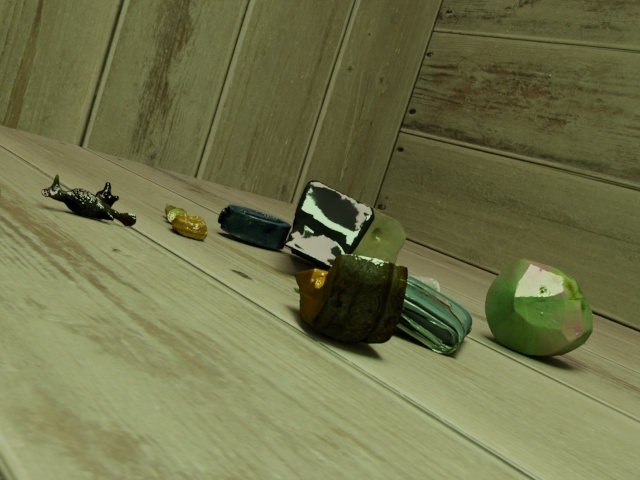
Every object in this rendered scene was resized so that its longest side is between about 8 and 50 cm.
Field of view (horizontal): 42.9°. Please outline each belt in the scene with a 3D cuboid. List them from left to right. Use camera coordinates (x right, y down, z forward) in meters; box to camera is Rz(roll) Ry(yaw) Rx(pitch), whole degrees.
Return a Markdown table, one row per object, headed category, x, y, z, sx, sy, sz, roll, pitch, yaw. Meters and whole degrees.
| category | x | y | z | sx | sy | sz | roll | pitch | yaw |
| --- | --- | --- | --- | --- | --- | --- | --- | --- | --- |
| belt | -0.172 | -0.034 | 2.112 | 0.190 | 0.082 | 0.141 | 15 | 9 | -36 |

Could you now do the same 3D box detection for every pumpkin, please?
| category | x | y | z | sx | sy | sz | roll | pitch | yaw |
| --- | --- | --- | --- | --- | --- | --- | --- | --- | --- |
| pumpkin | 0.037 | 0.102 | 1.303 | 0.131 | 0.126 | 0.248 | 9 | -12 | -13 |

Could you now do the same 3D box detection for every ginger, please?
| category | x | y | z | sx | sy | sz | roll | pitch | yaw |
| --- | --- | --- | --- | --- | --- | --- | --- | --- | --- |
| ginger | -0.357 | -0.063 | 2.027 | 0.057 | 0.044 | 0.137 | -3 | 10 | -17 |

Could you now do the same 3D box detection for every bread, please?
| category | x | y | z | sx | sy | sz | roll | pitch | yaw |
| --- | --- | --- | --- | --- | --- | --- | --- | --- | --- |
| bread | -0.302 | -0.033 | 1.882 | 0.083 | 0.044 | 0.111 | 15 | 8 | -16 |

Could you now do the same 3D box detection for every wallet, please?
| category | x | y | z | sx | sy | sz | roll | pitch | yaw |
| --- | --- | --- | --- | --- | --- | --- | --- | --- | --- |
| wallet | 0.203 | 0.142 | 1.563 | 0.176 | 0.075 | 0.250 | 34 | 9 | 12 |

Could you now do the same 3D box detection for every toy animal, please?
| category | x | y | z | sx | sy | sz | roll | pitch | yaw |
| --- | --- | --- | --- | --- | --- | --- | --- | --- | --- |
| toy animal | -0.480 | -0.080 | 1.669 | 0.202 | 0.070 | 0.105 | 18 | 23 | -47 |

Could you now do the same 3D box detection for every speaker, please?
| category | x | y | z | sx | sy | sz | roll | pitch | yaw |
| --- | --- | --- | --- | --- | --- | --- | --- | --- | --- |
| speaker | 0.000 | 0.000 | 1.950 | 0.180 | 0.184 | 0.388 | 27 | -13 | 1 |

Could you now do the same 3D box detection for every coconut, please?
| category | x | y | z | sx | sy | sz | roll | pitch | yaw |
| --- | --- | --- | --- | --- | --- | --- | --- | --- | --- |
| coconut | 0.469 | 0.148 | 1.762 | 0.205 | 0.235 | 0.236 | -20 | -18 | 33 |

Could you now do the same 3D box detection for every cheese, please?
| category | x | y | z | sx | sy | sz | roll | pitch | yaw |
| --- | --- | --- | --- | --- | --- | --- | --- | --- | --- |
| cheese | 0.086 | -0.028 | 2.417 | 0.251 | 0.173 | 0.248 | 23 | -1 | 37 |

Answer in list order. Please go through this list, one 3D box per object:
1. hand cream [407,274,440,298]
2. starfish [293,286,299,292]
| category | x | y | z | sx | sy | sz | roll | pitch | yaw |
| --- | --- | --- | --- | --- | --- | --- | --- | --- | --- |
| hand cream | 0.134 | 0.110 | 1.875 | 0.312 | 0.070 | 0.111 | 6 | 12 | -29 |
| starfish | 0.038 | 0.117 | 1.526 | 0.223 | 0.050 | 0.217 | 16 | 11 | 34 |
